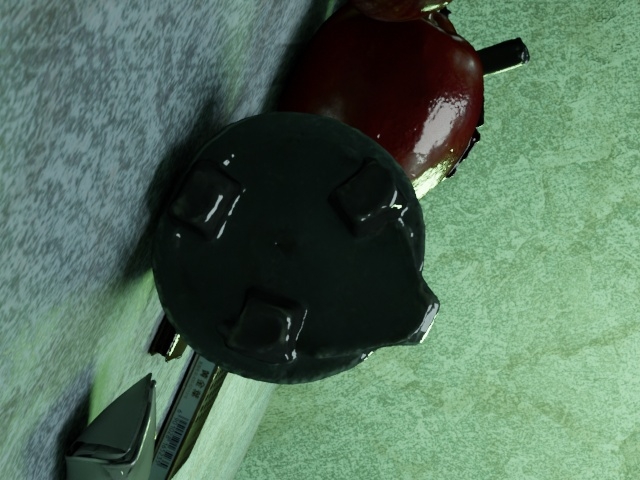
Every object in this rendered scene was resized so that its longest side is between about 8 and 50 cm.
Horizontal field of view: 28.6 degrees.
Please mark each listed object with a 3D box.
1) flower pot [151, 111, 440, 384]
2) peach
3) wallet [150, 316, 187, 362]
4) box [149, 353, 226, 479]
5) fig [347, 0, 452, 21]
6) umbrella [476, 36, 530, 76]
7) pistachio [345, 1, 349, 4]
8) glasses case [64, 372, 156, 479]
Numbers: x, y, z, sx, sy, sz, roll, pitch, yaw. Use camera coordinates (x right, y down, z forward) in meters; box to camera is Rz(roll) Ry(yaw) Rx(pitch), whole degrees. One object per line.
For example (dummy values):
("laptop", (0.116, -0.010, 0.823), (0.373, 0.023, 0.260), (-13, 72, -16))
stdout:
("flower pot", (-0.017, 0.014, 1.312), (0.283, 0.299, 0.299), (99, 17, -86))
("peach", (0.046, -0.165, 1.632), (0.362, 0.258, 0.201), (-47, 154, 10))
("wallet", (-0.157, 0.061, 1.610), (0.198, 0.031, 0.110), (-65, 175, 4))
("box", (-0.189, 0.232, 2.042), (0.325, 0.047, 0.180), (-65, 176, 9))
("fig", (0.071, -0.341, 1.512), (0.175, 0.207, 0.175), (-5, 97, -51))
("umbrella", (0.130, -0.218, 1.775), (0.118, 0.340, 0.118), (46, 36, -49))
("pistachio", (0.079, -0.304, 1.824), (0.108, 0.126, 0.185), (-29, 152, -22))
("glasses case", (-0.241, 0.262, 1.439), (0.308, 0.083, 0.128), (108, 3, -54))
